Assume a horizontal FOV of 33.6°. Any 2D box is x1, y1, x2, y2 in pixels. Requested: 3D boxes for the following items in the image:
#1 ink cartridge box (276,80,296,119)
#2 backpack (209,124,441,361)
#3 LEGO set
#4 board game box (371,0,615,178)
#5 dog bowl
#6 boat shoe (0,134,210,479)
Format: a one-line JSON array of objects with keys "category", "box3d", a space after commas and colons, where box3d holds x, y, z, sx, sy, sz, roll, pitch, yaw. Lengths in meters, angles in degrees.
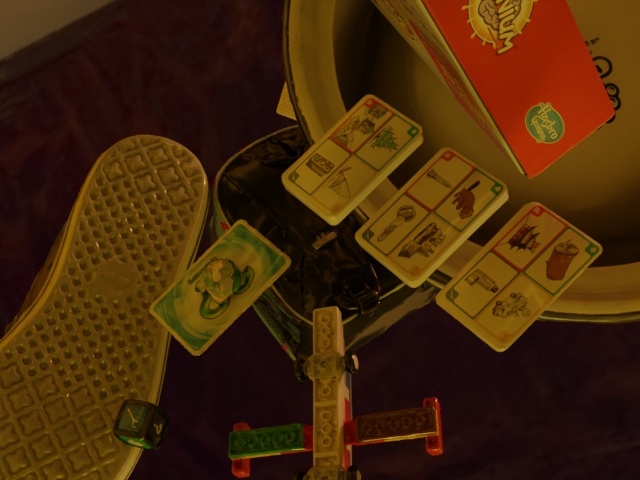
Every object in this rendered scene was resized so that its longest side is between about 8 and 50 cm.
[{"category": "ink cartridge box", "box3d": [0.029, -0.277, 1.552, 0.078, 0.134, 0.231, 12, -81, -36]}, {"category": "backpack", "box3d": [0.000, 0.000, 1.189, 0.225, 0.191, 0.253, -31, -111, -24]}, {"category": "LEGO set", "box3d": [0.008, 0.052, 0.580, 0.244, 0.182, 0.060, -45, -35, -10]}, {"category": "board game box", "box3d": [0.025, -0.204, 0.566, 0.316, 0.064, 0.242, 47, -171, -48]}, {"category": "dog bowl", "box3d": [0.177, -0.123, 0.788, 0.408, 0.150, 0.408, 0, -108, 1]}, {"category": "boat shoe", "box3d": [-0.247, 0.123, 1.091, 0.187, 0.156, 0.500, 21, -118, -5]}]
